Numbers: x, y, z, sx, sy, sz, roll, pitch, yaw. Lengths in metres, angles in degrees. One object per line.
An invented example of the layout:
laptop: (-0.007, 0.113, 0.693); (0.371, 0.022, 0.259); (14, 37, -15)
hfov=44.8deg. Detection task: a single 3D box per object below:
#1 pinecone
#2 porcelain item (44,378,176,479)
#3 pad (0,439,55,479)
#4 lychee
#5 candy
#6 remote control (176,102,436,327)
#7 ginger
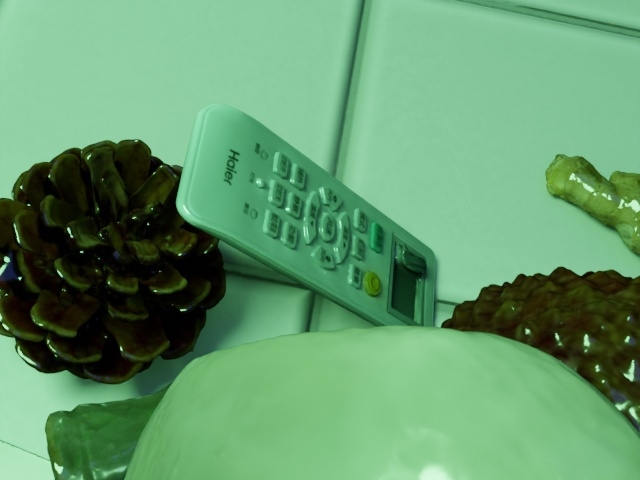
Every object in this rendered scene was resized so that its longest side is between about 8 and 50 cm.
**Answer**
pinecone: (-0.170, 0.012, 0.623); (0.207, 0.208, 0.208); (3, 63, -6)
porcelain item: (-0.106, 0.144, 0.631); (0.215, 0.069, 0.081); (-18, 55, -15)
pad: (-0.300, 0.239, 0.595); (0.127, 0.004, 0.190); (21, 63, 3)
lychee: (0.198, 0.156, 0.554); (0.275, 0.276, 0.304); (-35, 48, -21)
candy: (-0.001, 0.255, 0.437); (0.186, 0.386, 0.427); (11, 85, -45)
remote control: (0.001, 0.000, 0.646); (0.293, 0.051, 0.103); (31, 55, -38)
ginger: (0.314, -0.048, 0.784); (0.165, 0.067, 0.096); (39, 87, 11)
